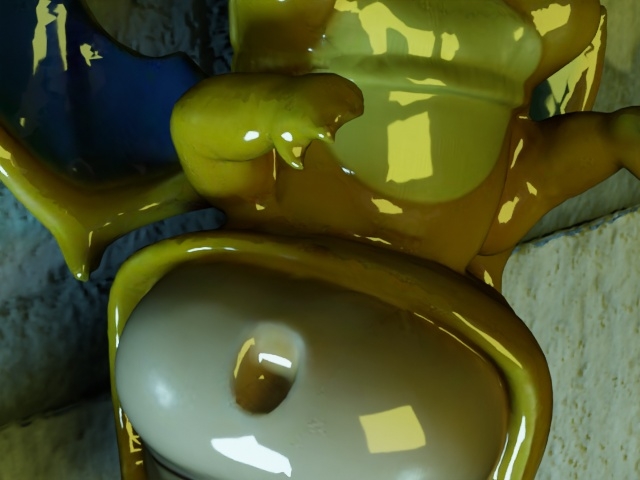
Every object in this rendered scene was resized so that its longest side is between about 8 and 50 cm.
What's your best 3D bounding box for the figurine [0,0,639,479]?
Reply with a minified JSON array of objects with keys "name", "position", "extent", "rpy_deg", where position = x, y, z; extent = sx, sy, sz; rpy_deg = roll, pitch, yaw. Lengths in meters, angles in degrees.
[{"name":"figurine","position":[0.035,0.003,0.765],"extent":[0.401,0.268,0.387],"rpy_deg":[1,101,-41]}]
